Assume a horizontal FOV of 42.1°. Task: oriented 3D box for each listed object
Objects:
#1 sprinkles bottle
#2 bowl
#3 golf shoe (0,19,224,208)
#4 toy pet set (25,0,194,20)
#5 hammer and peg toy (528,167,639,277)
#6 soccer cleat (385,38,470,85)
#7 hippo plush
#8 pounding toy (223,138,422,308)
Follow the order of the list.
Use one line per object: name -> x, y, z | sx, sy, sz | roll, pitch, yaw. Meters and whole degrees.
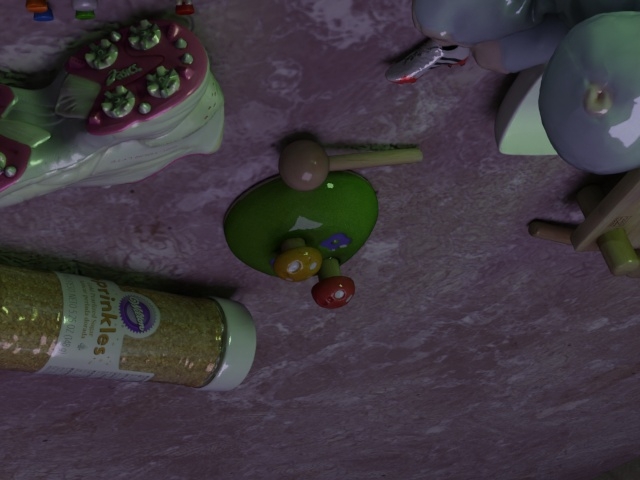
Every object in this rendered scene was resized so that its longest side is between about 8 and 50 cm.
sprinkles bottle -> -0.248, 0.107, 0.981 | 0.355, 0.121, 0.121 | 14, 140, -40
bowl -> 0.251, -0.150, 0.844 | 0.141, 0.053, 0.142 | -4, 149, -19
golf shoe -> -0.221, -0.075, 0.703 | 0.306, 0.115, 0.140 | -16, 156, 8
toy pet set -> -0.151, -0.202, 0.591 | 0.122, 0.065, 0.114 | -6, -176, -11
hammer and peg toy -> 0.449, -0.035, 1.050 | 0.265, 0.127, 0.361 | -2, 148, -21
soccer cleat -> 0.098, -0.170, 0.768 | 0.083, 0.029, 0.036 | -18, 141, -2
hippo plush -> 0.236, -0.158, 0.611 | 0.294, 0.237, 0.234 | -23, 158, 3
pounding toy -> 0.000, 0.000, 0.925 | 0.182, 0.110, 0.237 | 3, 146, -29
